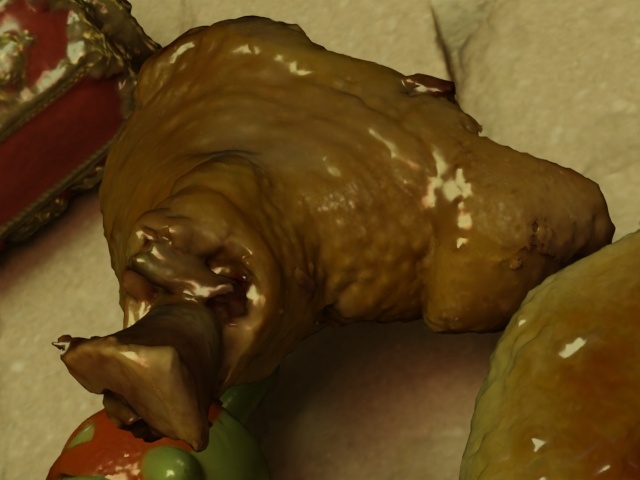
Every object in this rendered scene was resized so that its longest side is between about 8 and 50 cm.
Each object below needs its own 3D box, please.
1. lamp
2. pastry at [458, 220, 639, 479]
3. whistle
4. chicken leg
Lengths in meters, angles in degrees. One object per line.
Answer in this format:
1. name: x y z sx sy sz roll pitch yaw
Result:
1. lamp: -0.234 -0.074 1.299 0.274 0.177 0.177 -37 48 -2
2. pastry: 0.219 0.107 0.926 0.330 0.136 0.329 -15 46 16
3. whistle: -0.096 0.142 1.062 0.131 0.106 0.288 -53 1 41
4. chicken leg: 0.000 0.000 1.024 0.295 0.182 0.409 6 18 9
